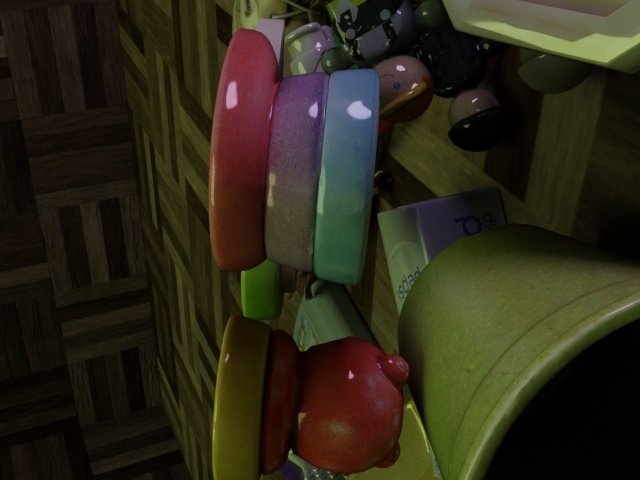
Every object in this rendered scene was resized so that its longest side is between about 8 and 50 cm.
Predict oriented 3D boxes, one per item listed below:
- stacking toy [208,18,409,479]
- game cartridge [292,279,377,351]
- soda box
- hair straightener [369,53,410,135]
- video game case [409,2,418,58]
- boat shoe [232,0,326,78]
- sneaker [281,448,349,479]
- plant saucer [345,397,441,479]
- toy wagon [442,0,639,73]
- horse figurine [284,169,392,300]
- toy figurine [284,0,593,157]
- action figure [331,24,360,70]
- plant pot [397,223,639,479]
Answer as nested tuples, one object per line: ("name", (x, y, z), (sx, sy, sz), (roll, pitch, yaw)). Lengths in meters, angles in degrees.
("stacking toy", (0.004, -0.004, 0.580), (0.279, 0.131, 0.308), (-85, -1, -57))
("game cartridge", (0.015, 0.209, 1.255), (0.198, 0.062, 0.297), (54, 149, 37))
("soda box", (0.145, 0.097, 0.799), (0.091, 0.098, 0.286), (171, 87, -69))
("hair straightener", (0.064, -0.149, 0.935), (0.230, 0.047, 0.089), (101, 174, -62))
("video game case", (0.089, -0.220, 0.876), (0.122, 0.011, 0.087), (-133, 37, -53))
("boat shoe", (-0.052, -0.314, 1.029), (0.110, 0.122, 0.340), (156, 102, -69))
("sneaker", (0.005, 0.435, 1.362), (0.293, 0.102, 0.146), (-129, 29, -58))
("plant saucer", (0.083, 0.384, 0.891), (0.332, 0.081, 0.333), (-53, 16, 4))
("toy wagon", (0.179, -0.274, 0.438), (0.267, 0.068, 0.344), (28, 108, 39))
("horse figurine", (0.000, 0.000, 1.073), (0.066, 0.174, 0.263), (41, 165, 9))
("toy figurine", (0.088, -0.145, 0.652), (0.148, 0.210, 0.213), (69, 159, 5))
("action figure", (0.037, -0.259, 0.861), (0.232, 0.064, 0.137), (90, 168, -66))
("plant pot", (0.175, 0.107, 0.551), (0.254, 0.276, 0.276), (-123, 26, -67))
